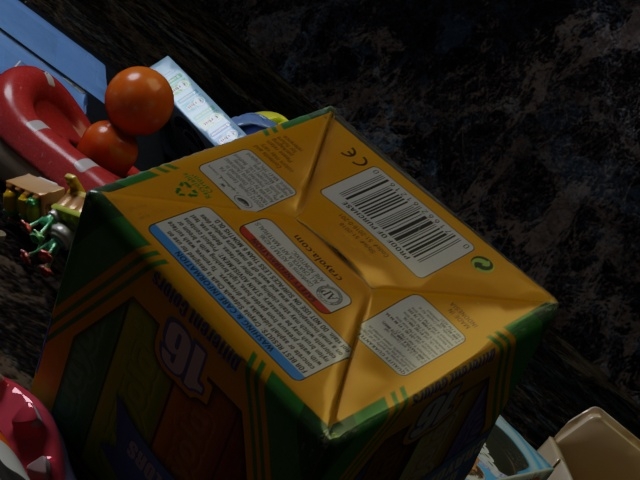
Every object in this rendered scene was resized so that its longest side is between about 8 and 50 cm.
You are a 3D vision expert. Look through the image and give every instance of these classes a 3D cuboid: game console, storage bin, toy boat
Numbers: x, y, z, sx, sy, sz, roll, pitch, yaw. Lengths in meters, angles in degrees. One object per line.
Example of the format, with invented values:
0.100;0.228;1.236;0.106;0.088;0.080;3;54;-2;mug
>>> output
-0.322;-0.196;1.666;0.386;0.060;0.342;36;10;-21;game console
0.363;0.326;1.719;0.260;0.123;0.262;39;10;-8;storage bin
-0.182;-0.083;1.372;0.231;0.151;0.151;37;7;22;toy boat

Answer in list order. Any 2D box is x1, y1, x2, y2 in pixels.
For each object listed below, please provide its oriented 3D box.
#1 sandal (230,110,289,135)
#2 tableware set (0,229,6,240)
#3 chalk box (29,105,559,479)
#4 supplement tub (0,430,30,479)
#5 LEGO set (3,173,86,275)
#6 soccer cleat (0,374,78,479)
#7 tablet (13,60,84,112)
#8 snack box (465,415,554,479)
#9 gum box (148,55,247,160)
-0.028;-0.051;1.951;0.317;0.126;0.138;40;8;24;sandal
-0.309;-0.051;1.092;0.194;0.039;0.128;41;9;8;tableware set
-0.038;0.108;0.849;0.179;0.289;0.180;-23;56;-42;chalk box
-0.154;0.134;0.635;0.106;0.106;0.198;30;14;-47;supplement tub
-0.154;0.044;1.197;0.287;0.107;0.132;37;-26;12;LEGO set
-0.127;0.158;0.771;0.248;0.083;0.095;41;-21;38;soccer cleat
-0.268;-0.143;1.562;0.083;0.006;0.054;40;15;-12;tablet
0.061;0.136;1.530;0.322;0.060;0.187;45;21;24;snack box
-0.127;-0.104;1.850;0.184;0.041;0.157;45;-19;28;gum box
